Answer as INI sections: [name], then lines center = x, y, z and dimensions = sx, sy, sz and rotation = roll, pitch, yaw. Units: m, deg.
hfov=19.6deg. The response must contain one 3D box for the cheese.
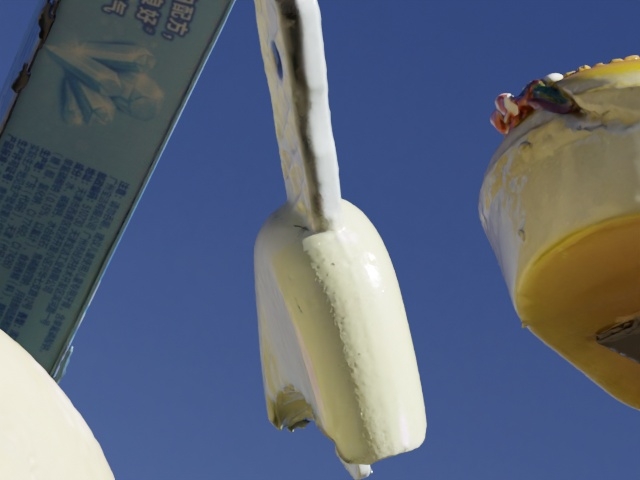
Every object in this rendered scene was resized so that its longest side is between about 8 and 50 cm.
[cheese]
center = -0.001, 0.000, 0.782
dimensions = 0.049, 0.127, 0.235
rotation = -13, -67, -13

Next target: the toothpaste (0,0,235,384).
[toothpaste]
center = -0.075, -0.038, 0.580
dimensions = 0.053, 0.066, 0.272
rotation = 22, -64, -12

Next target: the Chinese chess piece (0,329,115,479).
[Chinese chess piece]
center = -0.172, 0.103, 0.488
dimensions = 0.250, 0.097, 0.251
rotation = 3, -49, 3

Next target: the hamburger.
[hamburger]
center = 0.224, -0.006, 1.081
dimensions = 0.227, 0.151, 0.295
rotation = -15, -37, 30
